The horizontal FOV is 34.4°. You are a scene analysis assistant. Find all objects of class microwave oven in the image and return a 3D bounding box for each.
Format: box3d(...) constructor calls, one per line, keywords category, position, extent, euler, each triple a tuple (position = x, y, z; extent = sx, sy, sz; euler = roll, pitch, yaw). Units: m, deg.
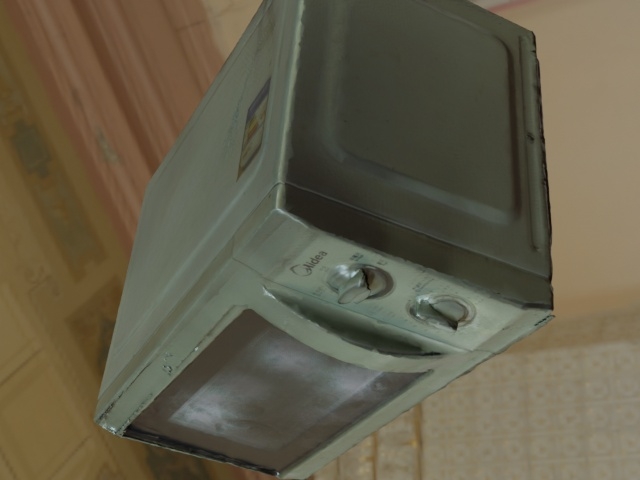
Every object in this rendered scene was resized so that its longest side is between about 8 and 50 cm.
box3d(category="microwave oven", position=(0.000, 0.000, 0.461), extent=(0.129, 0.205, 0.163), euler=(21, -127, -19))
